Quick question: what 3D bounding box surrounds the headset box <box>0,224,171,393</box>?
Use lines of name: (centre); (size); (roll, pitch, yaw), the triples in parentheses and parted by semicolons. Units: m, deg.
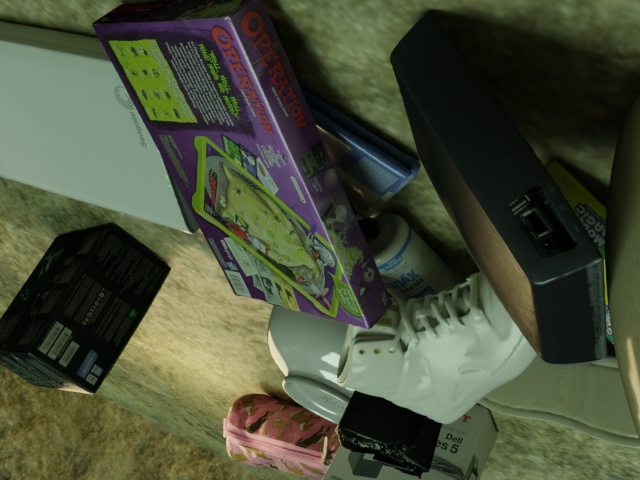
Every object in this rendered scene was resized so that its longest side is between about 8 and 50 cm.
headset box: (-0.419, 0.117, 1.612); (0.131, 0.246, 0.283); (40, 154, -26)

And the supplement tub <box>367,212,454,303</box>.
supplement tub: (0.092, 0.025, 1.064); (0.071, 0.071, 0.107); (-1, 144, 49)

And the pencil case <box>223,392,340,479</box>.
pencil case: (-0.025, 0.398, 1.881); (0.386, 0.160, 0.167); (2, 138, 48)

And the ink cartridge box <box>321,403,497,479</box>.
ink cartridge box: (0.127, 0.365, 1.487); (0.198, 0.272, 0.114); (15, 152, 28)

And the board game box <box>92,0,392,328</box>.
board game box: (-0.073, -0.071, 0.942); (0.208, 0.056, 0.346); (15, 138, 46)

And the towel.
towel: (-0.032, -0.081, 1.027); (0.209, 0.034, 0.285); (31, 157, -8)

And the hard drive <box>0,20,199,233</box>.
hard drive: (-0.307, -0.142, 1.127); (0.353, 0.047, 0.233); (15, 139, 28)

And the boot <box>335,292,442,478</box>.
boot: (0.071, 0.150, 1.177); (0.246, 0.207, 0.094); (36, 156, -17)

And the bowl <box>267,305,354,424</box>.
bowl: (0.036, 0.181, 1.379); (0.298, 0.134, 0.298); (24, 158, 11)

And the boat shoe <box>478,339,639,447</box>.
boat shoe: (0.267, 0.144, 1.069); (0.097, 0.116, 0.324); (4, -173, -42)

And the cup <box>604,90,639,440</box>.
cup: (0.320, 0.057, 0.607); (0.331, 0.237, 0.331); (23, 151, 13)

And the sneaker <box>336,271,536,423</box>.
sneaker: (0.117, 0.089, 0.999); (0.169, 0.108, 0.292); (18, 135, -13)

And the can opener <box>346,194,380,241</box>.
can opener: (0.000, 0.000, 1.052); (0.059, 0.073, 0.186); (-9, 172, -30)

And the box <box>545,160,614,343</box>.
box: (0.242, 0.022, 0.849); (0.179, 0.043, 0.105); (43, 161, 9)

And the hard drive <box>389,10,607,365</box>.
hard drive: (0.129, -0.035, 0.723); (0.254, 0.054, 0.172); (64, 180, 35)
